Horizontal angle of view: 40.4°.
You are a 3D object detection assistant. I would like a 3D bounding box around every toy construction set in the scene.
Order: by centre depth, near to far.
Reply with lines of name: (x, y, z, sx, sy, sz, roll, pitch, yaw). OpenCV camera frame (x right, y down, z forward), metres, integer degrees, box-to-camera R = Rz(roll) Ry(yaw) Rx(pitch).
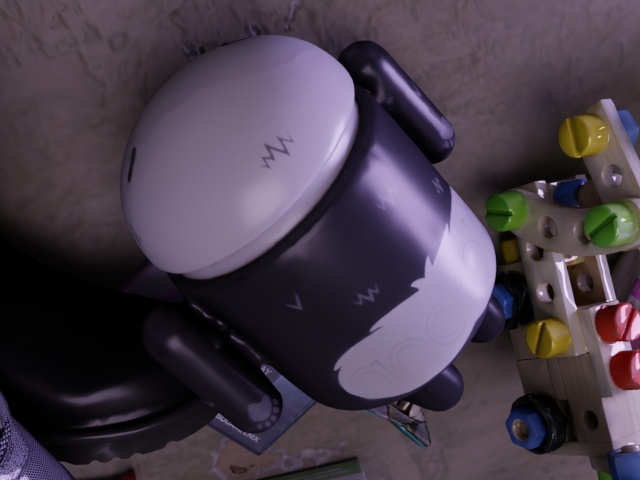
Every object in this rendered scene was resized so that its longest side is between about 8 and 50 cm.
toy construction set: (0.214, 0.069, 0.631, 0.151, 0.215, 0.327, 7, 75, -30)

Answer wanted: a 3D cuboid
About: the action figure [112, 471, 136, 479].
action figure: (-0.287, 0.269, 0.690, 0.281, 0.139, 0.091, -5, 118, -8)

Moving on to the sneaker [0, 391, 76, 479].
sneaker: (-0.199, 0.069, 0.445, 0.153, 0.101, 0.268, -40, 109, 23)

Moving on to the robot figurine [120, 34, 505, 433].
robot figurine: (0.000, -0.002, 0.564, 0.174, 0.209, 0.278, -29, 124, 28)

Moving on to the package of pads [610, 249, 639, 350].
package of pads: (0.388, -0.006, 0.724, 0.229, 0.101, 0.296, 18, 112, -23)

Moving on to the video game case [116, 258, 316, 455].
video game case: (-0.027, 0.035, 0.688, 0.274, 0.026, 0.196, -44, 119, 12)

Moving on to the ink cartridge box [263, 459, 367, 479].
ink cartridge box: (-0.019, 0.298, 0.709, 0.171, 0.235, 0.056, -10, 122, -8)

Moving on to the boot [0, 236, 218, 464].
boot: (-0.221, -0.002, 0.540, 0.348, 0.131, 0.260, 6, 117, -8)

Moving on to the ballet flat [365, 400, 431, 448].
ballet flat: (0.065, 0.145, 0.763, 0.114, 0.041, 0.041, 36, 105, -28)
